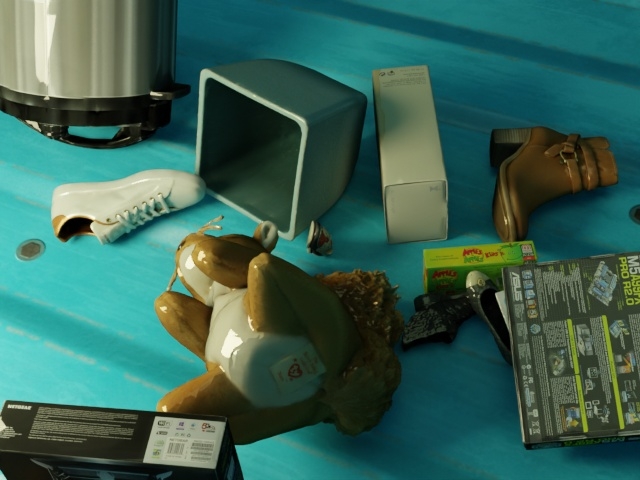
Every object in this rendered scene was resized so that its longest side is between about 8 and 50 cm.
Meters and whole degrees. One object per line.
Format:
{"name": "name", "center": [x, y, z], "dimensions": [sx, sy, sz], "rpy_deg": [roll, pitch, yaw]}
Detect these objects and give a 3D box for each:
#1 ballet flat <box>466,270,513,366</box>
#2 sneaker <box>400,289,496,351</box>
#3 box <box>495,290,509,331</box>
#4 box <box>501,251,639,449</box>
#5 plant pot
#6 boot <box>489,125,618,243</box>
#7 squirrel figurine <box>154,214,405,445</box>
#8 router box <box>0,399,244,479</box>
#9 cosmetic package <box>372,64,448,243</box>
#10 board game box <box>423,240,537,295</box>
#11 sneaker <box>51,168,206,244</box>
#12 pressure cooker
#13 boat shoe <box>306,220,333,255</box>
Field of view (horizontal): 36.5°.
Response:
{"name": "ballet flat", "center": [0.287, 0.121, 1.546], "dimensions": [0.057, 0.049, 0.173], "rpy_deg": [-23, 74, -16]}
{"name": "sneaker", "center": [0.213, 0.131, 1.584], "dimensions": [0.170, 0.051, 0.089], "rpy_deg": [-3, 58, -3]}
{"name": "box", "center": [0.366, 0.145, 1.478], "dimensions": [0.145, 0.038, 0.186], "rpy_deg": [-19, 64, 6]}
{"name": "box", "center": [0.387, 0.159, 1.413], "dimensions": [0.216, 0.060, 0.270], "rpy_deg": [-8, 68, 10]}
{"name": "plant pot", "center": [-0.051, -0.196, 1.775], "dimensions": [0.248, 0.247, 0.252], "rpy_deg": [30, 41, 27]}
{"name": "boot", "center": [0.421, -0.098, 1.742], "dimensions": [0.220, 0.109, 0.283], "rpy_deg": [4, 42, 3]}
{"name": "squirrel figurine", "center": [-0.064, 0.126, 1.501], "dimensions": [0.397, 0.281, 0.370], "rpy_deg": [21, 13, -25]}
{"name": "router box", "center": [-0.265, 0.325, 1.330], "dimensions": [0.309, 0.243, 0.081], "rpy_deg": [3, 49, 8]}
{"name": "cosmetic package", "center": [0.161, -0.161, 1.772], "dimensions": [0.113, 0.160, 0.309], "rpy_deg": [-4, 48, 3]}
{"name": "board game box", "center": [0.264, 0.052, 1.617], "dimensions": [0.181, 0.092, 0.043], "rpy_deg": [-5, 47, 1]}
{"name": "sneaker", "center": [-0.348, -0.048, 1.770], "dimensions": [0.290, 0.106, 0.123], "rpy_deg": [-9, 58, 8]}
{"name": "pressure cooker", "center": [-0.465, -0.385, 1.878], "dimensions": [0.375, 0.420, 0.370], "rpy_deg": [-7, 23, -28]}
{"name": "boat shoe", "center": [0.000, 0.000, 1.667], "dimensions": [0.043, 0.137, 0.049], "rpy_deg": [14, 77, 4]}
